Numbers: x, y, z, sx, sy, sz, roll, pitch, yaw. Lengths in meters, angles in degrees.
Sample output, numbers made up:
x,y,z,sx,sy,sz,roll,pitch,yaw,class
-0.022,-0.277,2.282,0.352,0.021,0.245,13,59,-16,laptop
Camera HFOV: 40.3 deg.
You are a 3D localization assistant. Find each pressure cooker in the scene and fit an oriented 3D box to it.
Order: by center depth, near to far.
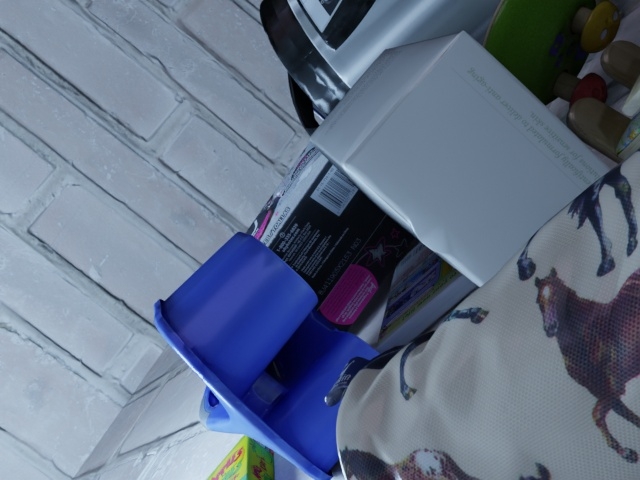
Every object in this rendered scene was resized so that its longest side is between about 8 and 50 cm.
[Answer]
x,y,z,sx,sy,sz,roll,pitch,yaw,class
0.116,-0.326,1.338,0.420,0.375,0.370,-39,3,25,pressure cooker

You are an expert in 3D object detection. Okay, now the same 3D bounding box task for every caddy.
x,y,z,sx,sy,sz,roll,pitch,yaw,class
-0.064,0.130,0.934,0.179,0.241,0.341,-46,9,-6,caddy

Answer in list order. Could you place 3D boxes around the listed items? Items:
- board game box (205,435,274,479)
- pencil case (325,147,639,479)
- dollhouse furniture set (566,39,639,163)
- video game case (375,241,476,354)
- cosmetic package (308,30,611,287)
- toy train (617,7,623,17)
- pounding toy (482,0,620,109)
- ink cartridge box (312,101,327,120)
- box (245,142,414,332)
x,y,z,sx,sy,sz,roll,pitch,yaw,class
-0.098,0.302,1.018,0.092,0.043,0.181,-50,10,5,board game box
0.178,0.029,0.438,0.410,0.159,0.184,-45,26,33,pencil case
0.283,-0.213,0.683,0.242,0.161,0.212,-55,-5,-24,dollhouse furniture set
0.150,0.018,0.991,0.212,0.023,0.193,-45,12,29,video game case
0.116,-0.084,0.883,0.155,0.197,0.365,-49,12,3,cosmetic package
0.373,-0.328,1.175,0.125,0.046,0.166,-40,15,50,toy train
0.284,-0.223,0.947,0.237,0.110,0.183,-48,-33,-15,pounding toy
0.091,-0.250,1.625,0.069,0.175,0.371,-47,2,36,ink cartridge box
0.000,0.000,1.156,0.247,0.163,0.142,-55,18,7,box
